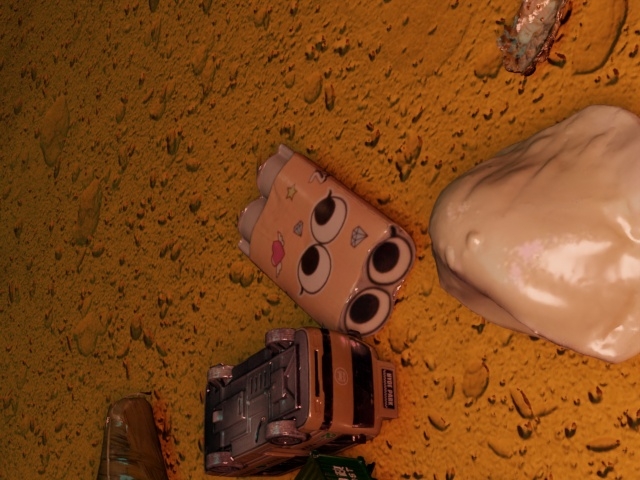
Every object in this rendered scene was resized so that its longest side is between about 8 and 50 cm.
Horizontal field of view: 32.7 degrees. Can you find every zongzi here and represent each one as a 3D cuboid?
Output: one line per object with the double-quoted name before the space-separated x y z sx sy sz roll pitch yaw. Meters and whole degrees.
"zongzi" -0.269 0.338 1.703 0.204 0.094 0.205 -4 76 49

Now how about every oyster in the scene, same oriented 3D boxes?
"oyster" 0.256 -0.248 1.248 0.132 0.029 0.086 -41 55 34

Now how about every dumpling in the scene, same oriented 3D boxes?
"dumpling" 0.223 -0.031 1.085 0.243 0.187 0.318 -65 34 21

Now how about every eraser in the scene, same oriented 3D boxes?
"eraser" 0.000 0.000 1.457 0.290 0.087 0.171 40 110 50

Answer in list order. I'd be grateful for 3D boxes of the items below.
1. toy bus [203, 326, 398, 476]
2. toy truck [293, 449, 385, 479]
"toy bus" -0.037 0.211 1.365 0.289 0.157 0.140 -37 48 51
"toy truck" 0.062 0.359 1.220 0.088 0.121 0.259 -59 35 23
